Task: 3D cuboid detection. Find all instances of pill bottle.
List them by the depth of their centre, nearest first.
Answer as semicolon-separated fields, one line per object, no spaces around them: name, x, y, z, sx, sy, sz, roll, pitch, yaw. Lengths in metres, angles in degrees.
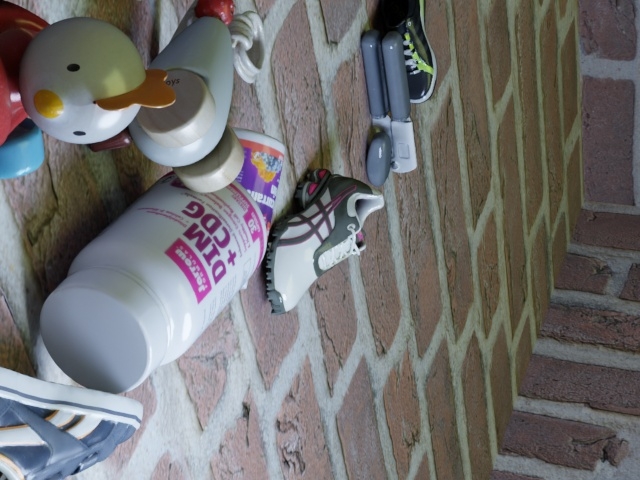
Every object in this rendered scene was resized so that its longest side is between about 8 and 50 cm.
pill bottle;-0.184;0.042;1.668;0.283;0.160;0.160;-51;144;-54
pill bottle;-0.114;-0.040;1.904;0.108;0.108;0.194;32;67;-68

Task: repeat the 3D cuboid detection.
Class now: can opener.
can opener;0.113;-0.219;2.500;0.093;0.074;0.280;-58;149;-49

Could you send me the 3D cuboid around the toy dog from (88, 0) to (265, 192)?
toy dog;-0.175;-0.203;1.686;0.334;0.161;0.220;-82;163;-48

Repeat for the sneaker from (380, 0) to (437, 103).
sneaker;0.132;-0.343;2.497;0.097;0.084;0.235;-17;98;-62

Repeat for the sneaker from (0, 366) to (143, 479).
sneaker;-0.298;0.195;1.480;0.321;0.126;0.128;23;71;-58

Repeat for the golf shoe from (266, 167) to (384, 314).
golf shoe;0.000;0.000;2.218;0.105;0.120;0.273;77;30;-47

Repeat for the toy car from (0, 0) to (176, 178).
toy car;-0.248;-0.137;1.317;0.210;0.238;0.219;-48;141;-56
